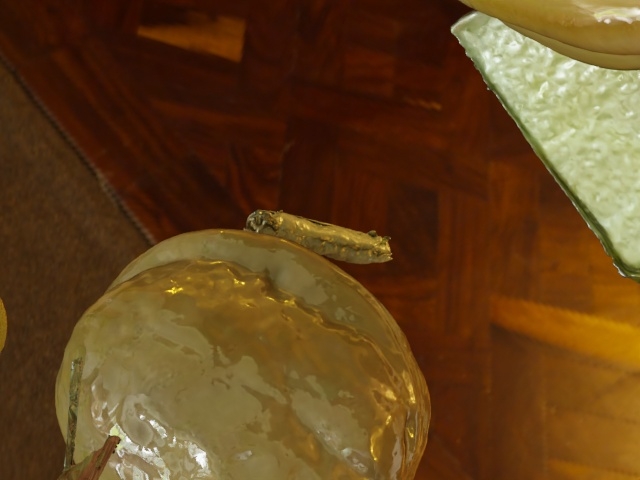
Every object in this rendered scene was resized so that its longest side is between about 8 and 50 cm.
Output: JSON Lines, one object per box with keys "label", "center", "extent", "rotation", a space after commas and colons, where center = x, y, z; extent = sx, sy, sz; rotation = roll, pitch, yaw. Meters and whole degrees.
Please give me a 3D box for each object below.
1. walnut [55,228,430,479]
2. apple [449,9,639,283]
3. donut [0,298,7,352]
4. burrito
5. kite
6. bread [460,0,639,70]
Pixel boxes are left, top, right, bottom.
{"label": "walnut", "center": [-0.075, 0.165, 1.316], "extent": [0.381, 0.381, 0.381], "rotation": [9, 55, -13]}
{"label": "apple", "center": [0.284, -0.110, 1.292], "extent": [0.179, 0.254, 0.346], "rotation": [-38, 91, -20]}
{"label": "donut", "center": [-0.366, 0.084, 1.262], "extent": [0.058, 0.152, 0.152], "rotation": [19, 43, 40]}
{"label": "burrito", "center": [0.000, 0.000, 1.501], "extent": [0.185, 0.041, 0.045], "rotation": [13, 31, -26]}
{"label": "kite", "center": [-0.152, 0.137, 0.797], "extent": [0.005, 0.152, 0.137], "rotation": [17, 14, 14]}
{"label": "bread", "center": [0.179, -0.231, 0.745], "extent": [0.211, 0.270, 0.315], "rotation": [32, 6, -34]}
